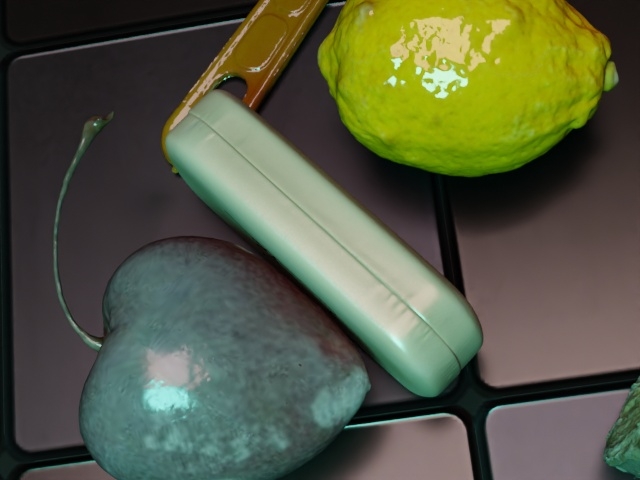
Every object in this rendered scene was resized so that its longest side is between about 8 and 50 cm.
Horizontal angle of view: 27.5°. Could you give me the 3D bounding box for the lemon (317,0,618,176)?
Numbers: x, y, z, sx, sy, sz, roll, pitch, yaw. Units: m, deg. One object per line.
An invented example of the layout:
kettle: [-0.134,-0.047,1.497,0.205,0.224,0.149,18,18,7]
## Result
lemon: [0.075,-0.091,0.677,0.155,0.114,0.114,3,70,4]

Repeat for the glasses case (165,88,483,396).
glasses case: [0.000,0.000,0.670,0.050,0.083,0.196,-44,68,-9]

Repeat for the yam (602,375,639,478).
yam: [0.234,0.090,0.595,0.183,0.107,0.107,24,75,13]

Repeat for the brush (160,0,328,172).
brush: [0.003,-0.166,0.769,0.090,0.017,0.314,29,77,20]

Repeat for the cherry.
cherry: [-0.049,0.035,0.651,0.148,0.115,0.188,-4,63,28]
